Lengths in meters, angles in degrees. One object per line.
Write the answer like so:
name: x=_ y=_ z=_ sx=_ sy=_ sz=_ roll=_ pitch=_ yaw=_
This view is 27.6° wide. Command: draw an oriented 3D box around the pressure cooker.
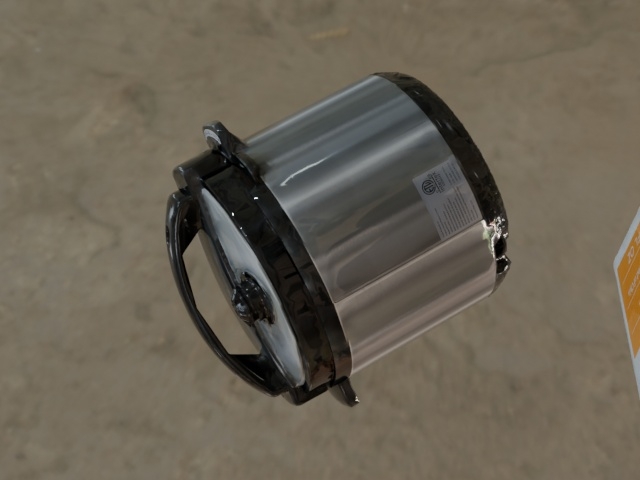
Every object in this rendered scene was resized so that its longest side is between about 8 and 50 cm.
pressure cooker: x=0.001 y=-0.001 z=1.794 sx=0.420 sy=0.375 sz=0.370 roll=-30 pitch=60 yaw=-15

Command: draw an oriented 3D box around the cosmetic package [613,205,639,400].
cosmetic package: x=0.431 y=0.143 z=1.307 sx=0.162 sy=0.230 sz=0.453 roll=1 pitch=53 yaw=-5
